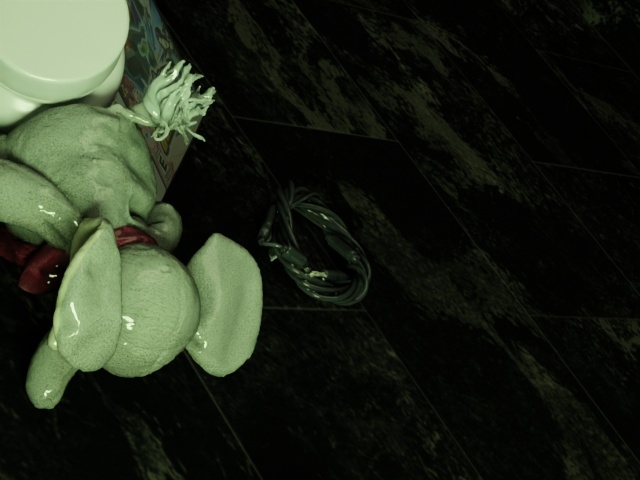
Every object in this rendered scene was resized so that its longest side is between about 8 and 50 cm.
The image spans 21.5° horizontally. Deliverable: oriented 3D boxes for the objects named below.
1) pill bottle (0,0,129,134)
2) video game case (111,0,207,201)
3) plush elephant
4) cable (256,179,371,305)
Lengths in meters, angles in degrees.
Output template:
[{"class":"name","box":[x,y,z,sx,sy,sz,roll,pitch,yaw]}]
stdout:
[{"class":"pill bottle","box":[-0.273,-0.154,1.581,0.160,0.283,0.160,6,70,-16]},{"class":"video game case","box":[-0.215,-0.194,1.883,0.275,0.035,0.248,-73,141,-61]},{"class":"plush elephant","box":[-0.199,0.027,1.479,0.272,0.330,0.255,19,50,-47]},{"class":"cable","box":[0.000,0.000,1.976,0.150,0.047,0.184,34,27,-9]}]
